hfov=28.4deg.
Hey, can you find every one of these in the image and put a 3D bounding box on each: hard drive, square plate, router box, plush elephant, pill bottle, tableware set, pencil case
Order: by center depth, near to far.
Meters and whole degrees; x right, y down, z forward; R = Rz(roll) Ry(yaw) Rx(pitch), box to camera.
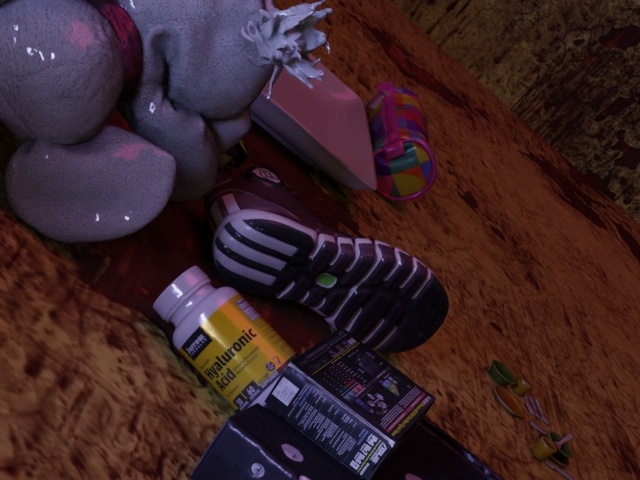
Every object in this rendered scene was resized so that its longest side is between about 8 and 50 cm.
[{"bbox_3d":[0.094,0.227,0.899,0.339,0.064,0.237,37,18,14],"label":"hard drive"},{"bbox_3d":[0.024,0.115,0.909,0.092,0.038,0.122,36,18,11],"label":"router box"},{"bbox_3d":[-0.072,0.076,0.966,0.116,0.065,0.065,45,18,6],"label":"pill bottle"},{"bbox_3d":[-0.175,-0.147,1.006,0.255,0.272,0.330,-11,12,-27],"label":"plush elephant"},{"bbox_3d":[0.240,0.196,1.425,0.104,0.024,0.154,35,20,-24],"label":"tableware set"},{"bbox_3d":[-0.074,-0.221,1.645,0.347,0.049,0.344,38,19,-17],"label":"square plate"},{"bbox_3d":[0.106,-0.140,1.771,0.104,0.104,0.236,38,19,-18],"label":"pencil case"}]

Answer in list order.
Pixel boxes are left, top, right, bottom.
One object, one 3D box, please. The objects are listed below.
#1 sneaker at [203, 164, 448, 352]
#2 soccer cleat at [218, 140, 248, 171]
[{"bbox_3d":[0.000,0.000,1.230,0.281,0.106,0.162,28,21,-38],"label":"sneaker"},{"bbox_3d":[-0.123,-0.105,1.271,0.072,0.060,0.179,49,16,13],"label":"soccer cleat"}]
